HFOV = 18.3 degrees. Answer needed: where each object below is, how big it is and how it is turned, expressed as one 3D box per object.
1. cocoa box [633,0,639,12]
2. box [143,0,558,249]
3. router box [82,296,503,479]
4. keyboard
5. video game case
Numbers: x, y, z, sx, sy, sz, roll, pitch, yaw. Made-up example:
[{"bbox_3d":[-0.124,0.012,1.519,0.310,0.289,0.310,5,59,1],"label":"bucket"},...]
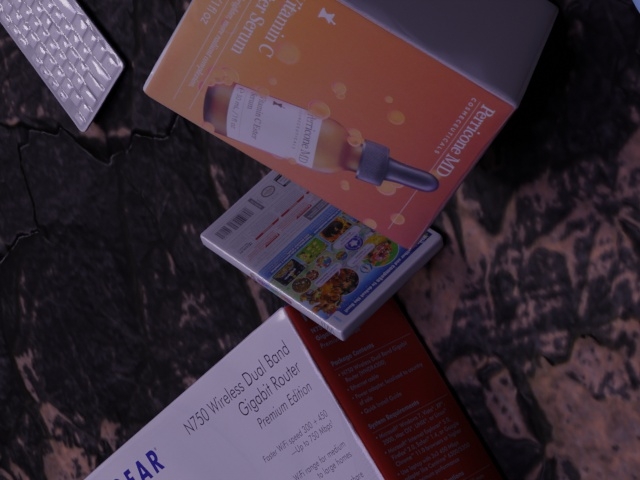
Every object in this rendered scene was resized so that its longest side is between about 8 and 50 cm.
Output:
[{"bbox_3d":[0.238,-0.175,0.713,0.347,0.228,0.231,59,140,9],"label":"cocoa box"},{"bbox_3d":[0.016,-0.100,1.048,0.170,0.091,0.130,30,135,-3],"label":"box"},{"bbox_3d":[-0.001,0.225,1.278,0.301,0.082,0.335,59,140,10],"label":"router box"},{"bbox_3d":[-0.220,-0.192,1.380,0.256,0.014,0.072,52,138,17],"label":"keyboard"},{"bbox_3d":[0.000,0.000,1.172,0.122,0.087,0.011,33,156,34],"label":"video game case"}]
